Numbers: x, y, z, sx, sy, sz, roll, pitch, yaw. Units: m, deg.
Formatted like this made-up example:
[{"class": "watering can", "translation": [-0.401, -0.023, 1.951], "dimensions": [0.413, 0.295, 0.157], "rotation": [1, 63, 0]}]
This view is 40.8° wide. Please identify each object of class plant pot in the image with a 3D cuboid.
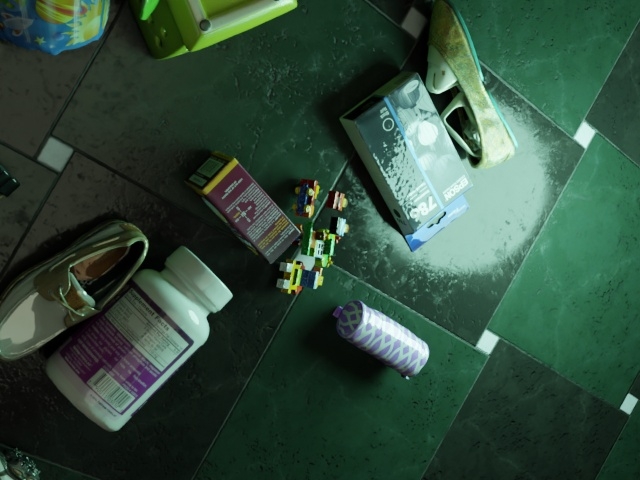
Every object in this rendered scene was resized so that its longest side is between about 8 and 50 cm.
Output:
[{"class": "plant pot", "translation": [-0.175, -0.420, 1.332], "dimensions": [0.227, 0.207, 0.228], "rotation": [-27, 112, -18]}]

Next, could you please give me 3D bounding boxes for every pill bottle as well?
[{"class": "pill bottle", "translation": [-0.295, 0.156, 1.436], "dimensions": [0.301, 0.169, 0.169], "rotation": [-45, 118, -11]}]

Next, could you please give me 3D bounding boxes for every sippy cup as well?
[{"class": "sippy cup", "translation": [-0.386, -0.396, 1.206], "dimensions": [0.240, 0.305, 0.224], "rotation": [-24, 146, -29]}]

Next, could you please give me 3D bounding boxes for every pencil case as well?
[{"class": "pencil case", "translation": [0.124, 0.194, 1.700], "dimensions": [0.206, 0.088, 0.086], "rotation": [36, 92, -30]}]

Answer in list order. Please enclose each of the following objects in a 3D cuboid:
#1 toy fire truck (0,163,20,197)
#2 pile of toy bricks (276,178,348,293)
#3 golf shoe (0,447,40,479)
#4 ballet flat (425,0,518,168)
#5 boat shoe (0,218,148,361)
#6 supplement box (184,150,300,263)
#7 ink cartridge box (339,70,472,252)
[{"class": "toy fire truck", "translation": [-0.582, -0.124, 1.216], "dimensions": [0.158, 0.217, 0.246], "rotation": [-44, 95, -10]}, {"class": "pile of toy bricks", "translation": [0.000, 0.000, 1.593], "dimensions": [0.105, 0.118, 0.212], "rotation": [12, 88, -61]}, {"class": "golf shoe", "translation": [-0.559, 0.364, 1.408], "dimensions": [0.094, 0.077, 0.198], "rotation": [-47, 117, -9]}, {"class": "ballet flat", "translation": [0.267, -0.284, 1.646], "dimensions": [0.123, 0.123, 0.348], "rotation": [-37, 116, -14]}, {"class": "boat shoe", "translation": [-0.404, 0.078, 1.374], "dimensions": [0.302, 0.103, 0.113], "rotation": [-47, 120, -19]}, {"class": "supplement box", "translation": [-0.135, -0.058, 1.498], "dimensions": [0.081, 0.104, 0.188], "rotation": [-46, 118, -9]}, {"class": "ink cartridge box", "translation": [0.184, -0.143, 1.662], "dimensions": [0.165, 0.065, 0.333], "rotation": [-39, 117, -14]}]
